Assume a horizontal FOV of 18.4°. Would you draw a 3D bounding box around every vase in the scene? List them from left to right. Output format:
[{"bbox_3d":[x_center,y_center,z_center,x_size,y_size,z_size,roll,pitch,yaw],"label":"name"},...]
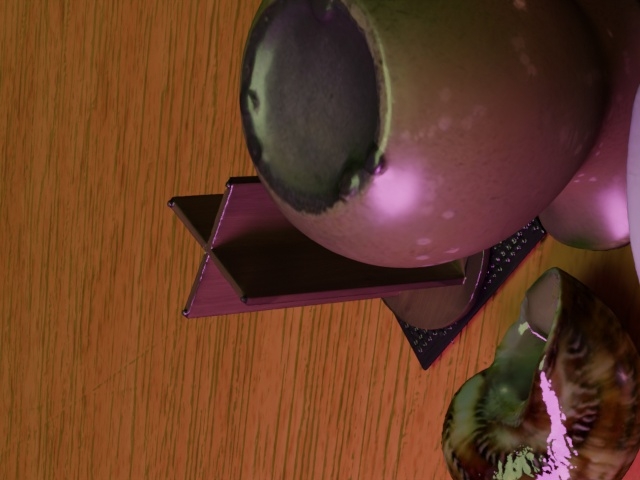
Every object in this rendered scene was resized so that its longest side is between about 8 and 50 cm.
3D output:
[{"bbox_3d":[0.109,-0.148,1.394,0.241,0.302,0.329,8,100,51],"label":"vase"}]

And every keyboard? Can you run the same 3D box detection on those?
[{"bbox_3d":[0.121,0.029,1.642,0.067,0.011,0.202,61,138,24],"label":"keyboard"}]

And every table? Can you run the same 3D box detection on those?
[{"bbox_3d":[0.000,0.000,1.602,0.167,0.227,0.167,9,101,53],"label":"table"}]

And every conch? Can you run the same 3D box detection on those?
[{"bbox_3d":[0.176,0.126,1.516,0.181,0.124,0.187,-19,55,63],"label":"conch"}]

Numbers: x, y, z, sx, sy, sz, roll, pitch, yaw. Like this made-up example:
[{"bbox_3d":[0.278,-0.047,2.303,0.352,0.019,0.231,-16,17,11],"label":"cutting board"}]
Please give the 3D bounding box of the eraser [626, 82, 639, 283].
[{"bbox_3d":[0.337,-0.008,1.285,0.290,0.104,0.189,16,124,49],"label":"eraser"}]
